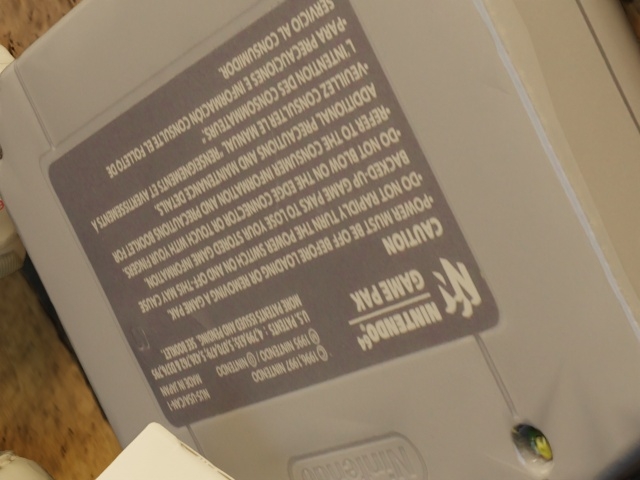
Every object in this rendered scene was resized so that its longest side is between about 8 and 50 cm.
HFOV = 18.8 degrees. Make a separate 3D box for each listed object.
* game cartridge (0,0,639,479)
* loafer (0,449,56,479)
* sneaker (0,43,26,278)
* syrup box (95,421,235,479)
[{"bbox_3d":[0.000,0.000,0.565,0.294,0.060,0.196,-23,88,59],"label":"game cartridge"},{"bbox_3d":[-0.202,0.138,0.900,0.111,0.112,0.319,56,149,-2],"label":"loafer"},{"bbox_3d":[-0.201,-0.044,0.796,0.232,0.090,0.115,32,139,42],"label":"sneaker"},{"bbox_3d":[-0.049,0.167,0.651,0.093,0.096,0.237,36,155,17],"label":"syrup box"}]
